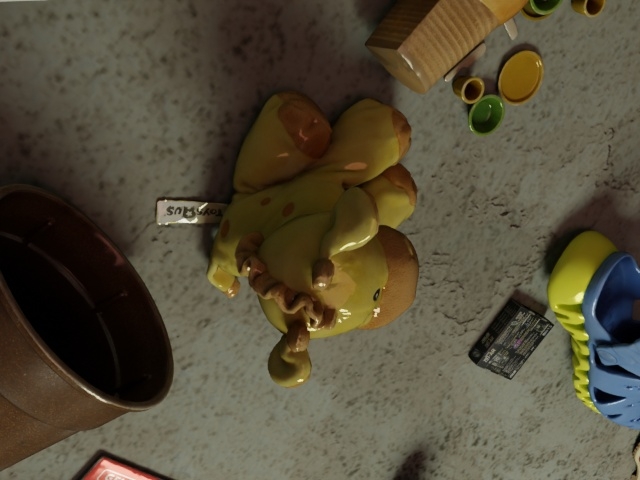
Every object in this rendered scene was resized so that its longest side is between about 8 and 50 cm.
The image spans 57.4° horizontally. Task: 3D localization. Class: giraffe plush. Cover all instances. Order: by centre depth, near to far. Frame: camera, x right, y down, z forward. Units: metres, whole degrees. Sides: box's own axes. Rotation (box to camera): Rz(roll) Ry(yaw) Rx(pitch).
[{"bbox_3d":[0.000,0.000,0.417,0.210,0.170,0.181,-16,121,-15],"label":"giraffe plush"}]

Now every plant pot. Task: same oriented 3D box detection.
[{"bbox_3d":[-0.213,0.078,0.382,0.165,0.167,0.167,-34,124,5],"label":"plant pot"}]

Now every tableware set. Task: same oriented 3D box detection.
[{"bbox_3d":[0.173,-0.165,0.494,0.154,0.024,0.104,-41,124,1],"label":"tableware set"}]

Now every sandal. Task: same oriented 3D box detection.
[{"bbox_3d":[0.362,0.131,0.656,0.126,0.138,0.317,-48,127,-11],"label":"sandal"}]

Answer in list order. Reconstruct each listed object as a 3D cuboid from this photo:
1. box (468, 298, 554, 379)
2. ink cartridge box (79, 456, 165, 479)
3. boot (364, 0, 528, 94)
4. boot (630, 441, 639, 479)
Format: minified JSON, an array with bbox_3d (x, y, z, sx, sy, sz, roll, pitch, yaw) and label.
[{"bbox_3d":[0.216,0.113,0.660,0.067,0.018,0.083,26,104,-31],"label":"box"},{"bbox_3d":[-0.187,0.379,0.600,0.261,0.066,0.296,-46,124,6],"label":"ink cartridge box"},{"bbox_3d":[0.058,-0.257,0.361,0.211,0.104,0.295,-51,129,1],"label":"boot"},{"bbox_3d":[0.521,0.355,0.880,0.059,0.084,0.157,-22,121,-10],"label":"boot"}]
